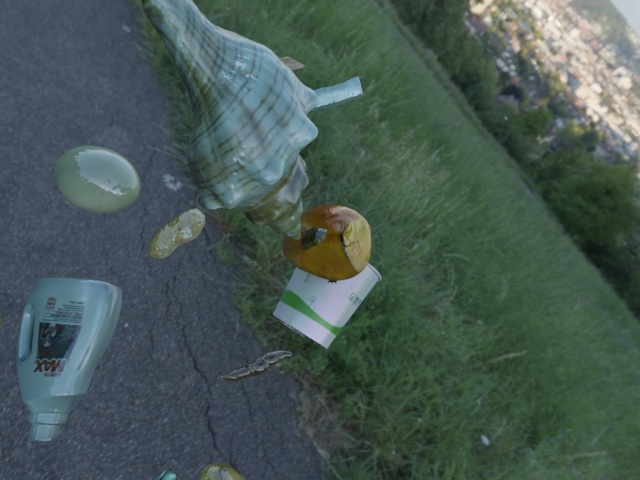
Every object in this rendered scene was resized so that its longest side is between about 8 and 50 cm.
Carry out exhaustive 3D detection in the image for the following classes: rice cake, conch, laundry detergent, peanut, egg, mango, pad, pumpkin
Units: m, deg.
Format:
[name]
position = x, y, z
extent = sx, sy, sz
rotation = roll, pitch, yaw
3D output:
[rice cake]
position = -0.033, -0.291, 0.946
extent = 0.042, 0.245, 0.045
rotation = -102, 179, -80
[conch]
position = -0.085, -0.160, 0.545
extent = 0.170, 0.386, 0.203
rotation = -8, 32, -1
[laundry detergent]
position = -0.680, 0.300, 1.170
extent = 0.124, 0.264, 0.397
rotation = 62, 32, -69
[peanut]
position = -0.374, -0.016, 1.178
extent = 0.174, 0.080, 0.080
rotation = -42, 90, -17
[egg]
position = -0.731, -0.199, 1.484
extent = 0.269, 0.219, 0.219
rotation = 21, 39, 7
[mango]
position = 0.000, 0.000, 1.137
extent = 0.138, 0.257, 0.187
rotation = -34, 120, -42
[pad]
position = -0.123, -0.389, 1.021
extent = 0.157, 0.003, 0.112
rotation = -22, 39, -18
[pumpkin]
position = -0.020, -0.009, 0.988
extent = 0.028, 0.083, 0.050
rotation = 44, 51, -21

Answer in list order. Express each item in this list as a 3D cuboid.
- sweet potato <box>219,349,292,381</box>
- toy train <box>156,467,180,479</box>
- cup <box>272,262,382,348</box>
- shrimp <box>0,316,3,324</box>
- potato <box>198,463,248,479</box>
[sweet potato]
position = -0.235, 0.462, 1.657
extent = 0.274, 0.067, 0.067
rotation = -18, 69, -20
[toy train]
position = -0.464, 0.797, 1.340
extent = 0.112, 0.203, 0.163
rotation = 12, 28, 27
[cup]
position = 0.011, 0.155, 1.323
extent = 0.253, 0.253, 0.274
rotation = 35, 78, -17
[shrimp]
position = -1.171, 0.217, 1.532
extent = 0.169, 0.296, 0.058
rotation = 36, 57, -7
[potato]
position = -0.192, 0.529, 0.931
extent = 0.107, 0.080, 0.170
rotation = -113, 178, -51
